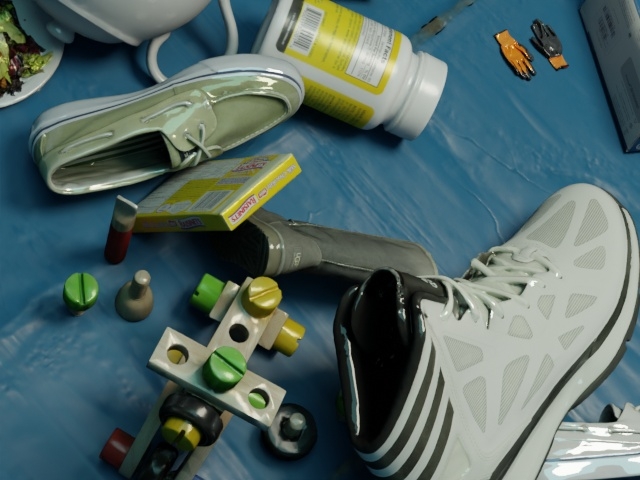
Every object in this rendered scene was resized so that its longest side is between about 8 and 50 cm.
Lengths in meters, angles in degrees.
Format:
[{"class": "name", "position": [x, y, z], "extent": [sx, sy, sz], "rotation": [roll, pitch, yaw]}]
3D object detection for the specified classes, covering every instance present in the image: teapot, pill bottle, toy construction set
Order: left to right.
[{"class": "teapot", "position": [-0.233, -0.296, 1.451], "extent": [0.256, 0.252, 0.187], "rotation": [37, 99, 25]}, {"class": "toy construction set", "position": [-0.119, 0.087, 1.277], "extent": [0.257, 0.237, 0.309], "rotation": [-34, 78, -25]}, {"class": "pill bottle", "position": [0.030, -0.198, 1.506], "extent": [0.208, 0.119, 0.119], "rotation": [23, 63, -11]}]

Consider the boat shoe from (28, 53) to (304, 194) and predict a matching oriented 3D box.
[{"class": "boat shoe", "position": [-0.157, -0.113, 1.412], "extent": [0.302, 0.109, 0.094], "rotation": [-16, 47, -6]}]

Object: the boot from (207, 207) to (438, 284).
[{"class": "boot", "position": [-0.001, 0.002, 1.428], "extent": [0.208, 0.076, 0.189], "rotation": [0, 26, -31]}]

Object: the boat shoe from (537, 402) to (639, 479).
[{"class": "boat shoe", "position": [0.325, 0.215, 1.417], "extent": [0.258, 0.095, 0.084], "rotation": [-1, 71, -16]}]

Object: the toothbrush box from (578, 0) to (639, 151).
[{"class": "toothbrush box", "position": [0.503, -0.241, 1.649], "extent": [0.295, 0.126, 0.216], "rotation": [-7, 68, -17]}]

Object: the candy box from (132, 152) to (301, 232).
[{"class": "candy box", "position": [-0.116, -0.047, 1.364], "extent": [0.105, 0.206, 0.027], "rotation": [-40, 112, -29]}]

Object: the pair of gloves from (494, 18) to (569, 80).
[{"class": "pair of gloves", "position": [0.264, -0.238, 1.650], "extent": [0.083, 0.010, 0.074], "rotation": [-20, 73, -23]}]

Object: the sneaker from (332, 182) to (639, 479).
[{"class": "sneaker", "position": [0.173, 0.066, 1.338], "extent": [0.257, 0.169, 0.448], "rotation": [53, 57, -37]}]

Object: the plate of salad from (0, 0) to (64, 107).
[{"class": "plate of salad", "position": [-0.381, -0.236, 1.459], "extent": [0.199, 0.048, 0.200], "rotation": [6, 65, -13]}]
